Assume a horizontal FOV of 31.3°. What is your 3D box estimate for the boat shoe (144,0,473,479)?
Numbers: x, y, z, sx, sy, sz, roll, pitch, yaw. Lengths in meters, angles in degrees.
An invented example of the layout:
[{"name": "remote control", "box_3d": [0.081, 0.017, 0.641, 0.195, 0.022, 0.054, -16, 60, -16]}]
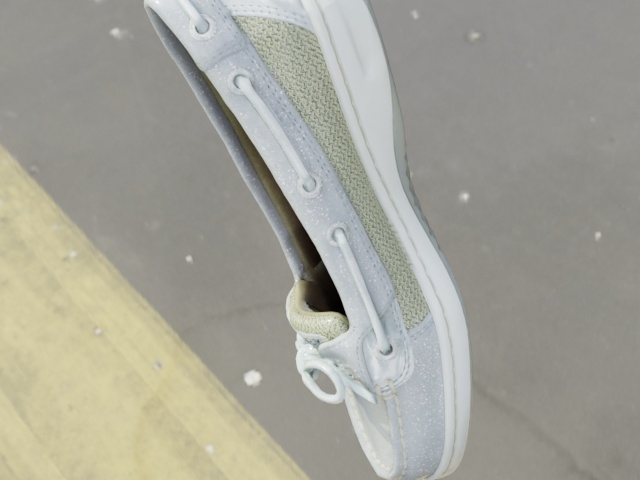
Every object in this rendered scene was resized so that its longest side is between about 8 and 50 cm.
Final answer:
[{"name": "boat shoe", "box_3d": [0.001, 0.000, 0.622, 0.103, 0.321, 0.118, -23, 25, -15]}]
